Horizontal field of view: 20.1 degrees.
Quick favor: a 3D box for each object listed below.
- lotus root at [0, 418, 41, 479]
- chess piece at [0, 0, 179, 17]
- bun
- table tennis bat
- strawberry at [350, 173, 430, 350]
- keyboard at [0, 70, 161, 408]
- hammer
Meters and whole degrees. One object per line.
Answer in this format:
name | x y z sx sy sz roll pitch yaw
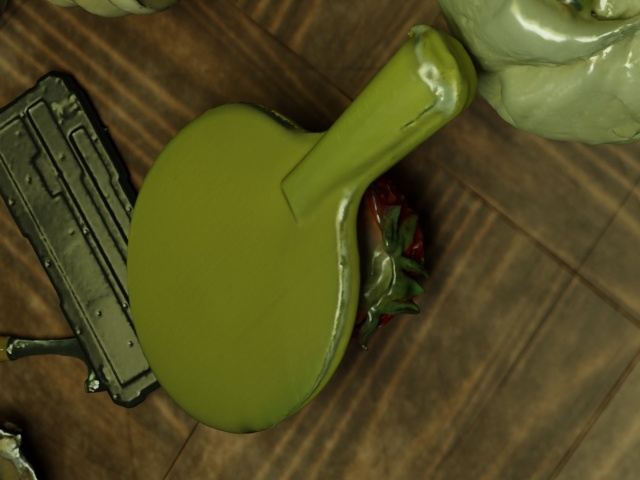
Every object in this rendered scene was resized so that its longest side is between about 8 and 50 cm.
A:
lotus root | -0.309 0.286 1.499 0.167 0.078 0.329 22 105 3
chess piece | -0.288 -0.209 1.412 0.397 0.117 0.117 -5 93 33
bun | 0.177 -0.184 1.111 0.259 0.160 0.259 3 95 33
table tennis bat | -0.020 -0.018 1.226 0.368 0.054 0.224 -45 62 37
strawberry | 0.000 0.000 1.280 0.187 0.082 0.147 31 104 31
keyboard | -0.177 -0.003 1.409 0.106 0.016 0.262 -33 79 18
hammer | -0.256 0.084 1.471 0.201 0.021 0.078 -3 94 30
